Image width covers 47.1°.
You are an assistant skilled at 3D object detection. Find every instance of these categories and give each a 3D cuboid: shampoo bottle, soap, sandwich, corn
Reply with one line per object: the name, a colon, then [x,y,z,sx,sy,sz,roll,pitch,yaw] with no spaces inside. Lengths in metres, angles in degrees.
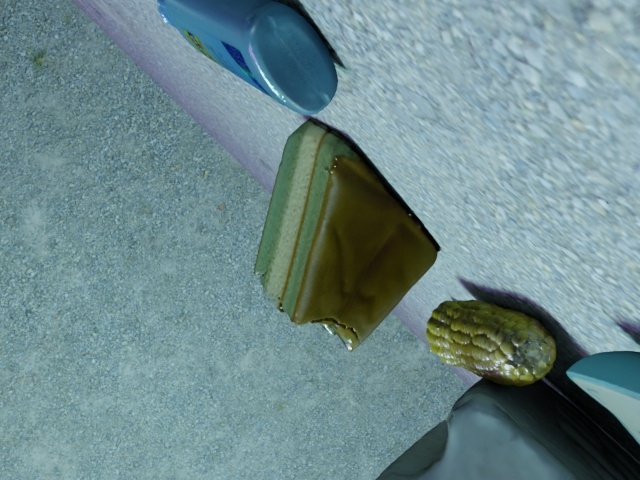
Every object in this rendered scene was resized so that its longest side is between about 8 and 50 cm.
shampoo bottle: [-0.083,-0.194,0.672,0.104,0.061,0.258,48,175,-41]
soap: [0.284,0.347,0.948,0.350,0.213,0.435,48,-167,19]
sandwich: [0.000,0.000,0.924,0.227,0.198,0.155,46,177,-36]
corn: [0.204,0.120,0.898,0.101,0.101,0.292,44,174,-2]

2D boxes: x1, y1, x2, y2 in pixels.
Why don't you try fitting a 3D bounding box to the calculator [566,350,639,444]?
calculator: [0.341,0.190,0.463,0.256,0.054,0.386,45,175,-22]
